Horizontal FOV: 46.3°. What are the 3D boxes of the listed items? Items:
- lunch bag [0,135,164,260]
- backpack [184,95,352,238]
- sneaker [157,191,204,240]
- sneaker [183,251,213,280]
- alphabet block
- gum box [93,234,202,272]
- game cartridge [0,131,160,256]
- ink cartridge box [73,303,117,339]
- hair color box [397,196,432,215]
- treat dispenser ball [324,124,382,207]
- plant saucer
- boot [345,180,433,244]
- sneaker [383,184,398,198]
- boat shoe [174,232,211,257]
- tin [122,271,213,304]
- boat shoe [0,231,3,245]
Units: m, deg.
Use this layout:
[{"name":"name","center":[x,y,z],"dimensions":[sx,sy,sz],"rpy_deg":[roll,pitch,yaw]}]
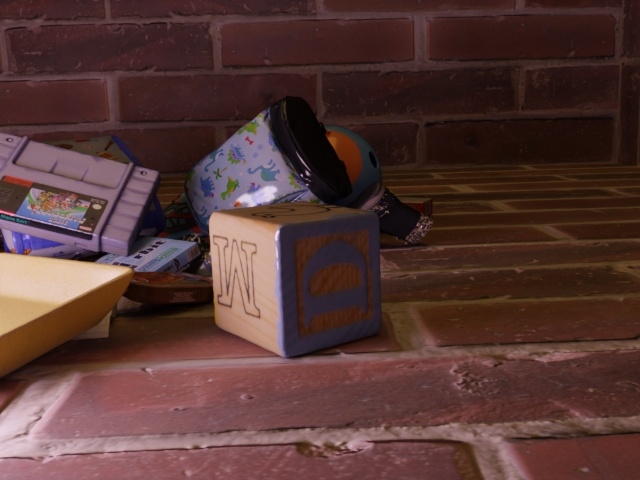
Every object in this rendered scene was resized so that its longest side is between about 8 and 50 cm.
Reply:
[{"name":"lunch bag","center":[-0.564,-0.078,1.701],"dimensions":[0.327,0.239,0.385],"rpy_deg":[-13,27,-27]},{"name":"backpack","center":[-0.152,-0.138,1.806],"dimensions":[0.355,0.290,0.273],"rpy_deg":[-35,-16,36]},{"name":"sneaker","center":[-0.385,-0.067,1.992],"dimensions":[0.261,0.125,0.104],"rpy_deg":[-8,12,-32]},{"name":"sneaker","center":[-0.200,0.036,1.517],"dimensions":[0.192,0.086,0.064],"rpy_deg":[-1,11,6]},{"name":"alphabet block","center":[-0.039,0.049,1.143],"dimensions":[0.192,0.193,0.197],"rpy_deg":[-8,12,-37]},{"name":"gum box","center":[-0.355,0.047,1.486],"dimensions":[0.184,0.041,0.157],"rpy_deg":[6,32,39]},{"name":"game cartridge","center":[-0.530,-0.098,1.526],"dimensions":[0.355,0.068,0.230],"rpy_deg":[14,42,-3]},{"name":"ink cartridge box","center":[-0.413,0.130,1.232],"dimensions":[0.145,0.045,0.179],"rpy_deg":[-3,29,-10]},{"name":"hair color box","center":[0.247,-0.100,2.271],"dimensions":[0.167,0.053,0.093],"rpy_deg":[5,14,27]},{"name":"treat dispenser ball","center":[0.019,-0.163,1.997],"dimensions":[0.288,0.288,0.288],"rpy_deg":[-2,11,0]},{"name":"plant saucer","center":[-0.490,0.116,1.076],"dimensions":[0.332,0.081,0.332],"rpy_deg":[4,19,30]},{"name":"boot","center":[0.145,-0.032,1.827],"dimensions":[0.178,0.085,0.236],"rpy_deg":[29,-39,-14]},{"name":"sneaker","center":[0.087,-0.125,2.208],"dimensions":[0.384,0.145,0.147],"rpy_deg":[18,0,37]},{"name":"boat shoe","center":[-0.286,0.022,1.651],"dimensions":[0.219,0.070,0.078],"rpy_deg":[-3,11,-8]},{"name":"tin","center":[-0.272,0.084,1.324],"dimensions":[0.106,0.040,0.189],"rpy_deg":[12,6,42]},{"name":"boat shoe","center":[-0.856,-0.032,2.020],"dimensions":[0.095,0.095,0.257],"rpy_deg":[11,15,-11]}]
